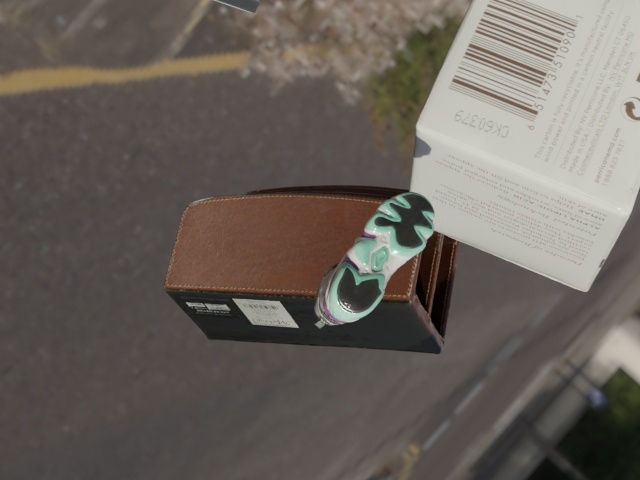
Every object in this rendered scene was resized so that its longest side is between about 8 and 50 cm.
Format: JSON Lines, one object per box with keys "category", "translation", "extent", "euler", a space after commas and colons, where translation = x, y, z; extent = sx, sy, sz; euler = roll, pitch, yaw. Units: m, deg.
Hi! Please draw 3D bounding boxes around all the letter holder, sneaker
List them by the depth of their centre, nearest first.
{"category": "sneaker", "translation": [0.026, 0.014, 0.942], "extent": [0.098, 0.038, 0.069], "euler": [-48, -175, -27]}
{"category": "letter holder", "translation": [0.000, 0.000, 1.831], "extent": [0.152, 0.302, 0.214], "euler": [56, 41, -58]}

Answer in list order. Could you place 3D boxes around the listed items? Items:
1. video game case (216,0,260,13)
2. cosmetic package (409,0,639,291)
{"category": "video game case", "translation": [-0.181, -0.393, 1.915], "extent": [0.196, 0.274, 0.026], "euler": [16, 126, -24]}
{"category": "cosmetic package", "translation": [0.158, -0.080, 1.093], "extent": [0.183, 0.151, 0.151], "euler": [85, 29, -72]}
